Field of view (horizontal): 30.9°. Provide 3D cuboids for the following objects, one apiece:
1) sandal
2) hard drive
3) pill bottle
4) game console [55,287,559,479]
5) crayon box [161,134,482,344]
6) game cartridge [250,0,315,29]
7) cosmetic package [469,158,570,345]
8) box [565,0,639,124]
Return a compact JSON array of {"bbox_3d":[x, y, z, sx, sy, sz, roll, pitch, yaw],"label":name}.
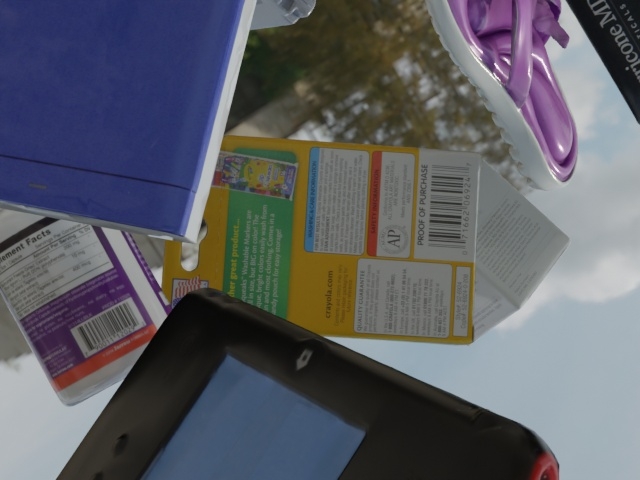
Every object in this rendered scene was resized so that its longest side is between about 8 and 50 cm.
[{"bbox_3d":[0.222,-0.217,1.244,0.102,0.416,0.169,-4,-125,30],"label":"sandal"},{"bbox_3d":[-0.148,-0.171,0.800,0.210,0.318,0.040,10,171,16],"label":"hard drive"},{"bbox_3d":[-0.192,0.018,0.879,0.108,0.193,0.108,-29,179,0],"label":"pill bottle"},{"bbox_3d":[-0.082,0.196,0.585,0.342,0.060,0.386,-60,-152,-7],"label":"game console"},{"bbox_3d":[0.000,0.000,1.222,0.323,0.203,0.083,4,174,-4],"label":"crayon box"},{"bbox_3d":[-0.158,-0.383,1.495,0.196,0.294,0.060,5,-119,59],"label":"game cartridge"},{"bbox_3d":[0.206,0.013,1.584,0.151,0.184,0.151,-46,179,-33],"label":"cosmetic package"},{"bbox_3d":[0.495,-0.485,1.465,0.472,0.480,0.297,-30,-170,22],"label":"box"}]
